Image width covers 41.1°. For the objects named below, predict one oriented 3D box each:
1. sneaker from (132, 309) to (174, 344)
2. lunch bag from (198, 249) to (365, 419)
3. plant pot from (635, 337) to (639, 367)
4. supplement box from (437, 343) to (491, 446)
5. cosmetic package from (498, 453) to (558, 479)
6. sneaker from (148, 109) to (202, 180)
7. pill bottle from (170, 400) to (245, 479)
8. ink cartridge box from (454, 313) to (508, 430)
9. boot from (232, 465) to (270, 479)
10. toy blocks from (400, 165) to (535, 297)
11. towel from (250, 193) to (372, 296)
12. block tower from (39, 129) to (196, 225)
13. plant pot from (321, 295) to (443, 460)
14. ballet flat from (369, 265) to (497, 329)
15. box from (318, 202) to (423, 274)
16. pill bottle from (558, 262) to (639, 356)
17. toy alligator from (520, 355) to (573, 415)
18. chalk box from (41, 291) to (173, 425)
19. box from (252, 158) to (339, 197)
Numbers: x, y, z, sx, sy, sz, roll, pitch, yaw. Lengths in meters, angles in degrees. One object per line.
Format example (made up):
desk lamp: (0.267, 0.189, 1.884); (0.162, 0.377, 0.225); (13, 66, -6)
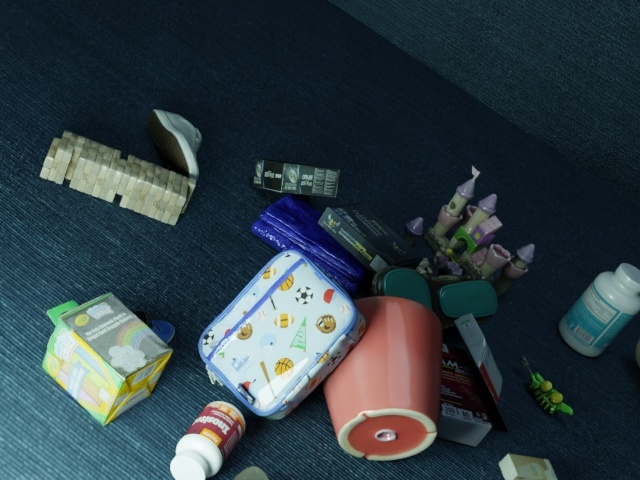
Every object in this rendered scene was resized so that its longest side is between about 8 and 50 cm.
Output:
sneaker: (-0.331, 0.168, 1.640); (0.152, 0.085, 0.058); (-12, 51, -48)
lunch bag: (-0.083, 0.181, 1.646); (0.243, 0.303, 0.115); (44, -2, 23)
plant pot: (1.033, 0.352, 2.343); (0.323, 0.323, 0.280); (13, 20, -26)
supplement box: (0.288, 0.338, 1.925); (0.130, 0.073, 0.239); (18, 32, -20)
cosmetic package: (0.452, 0.504, 1.857); (0.115, 0.041, 0.060); (14, 36, -26)
sneaker: (-0.342, -0.242, 2.185); (0.123, 0.106, 0.290); (3, 40, -33)
pill bottle: (-0.197, 0.355, 1.487); (0.086, 0.086, 0.152); (32, 32, 3)
ink cartridge box: (0.393, 0.304, 1.984); (0.181, 0.056, 0.225); (59, 4, -45)
boot: (-0.075, 0.510, 1.392); (0.115, 0.112, 0.305); (44, 12, -42)
toy blocks: (0.415, -0.019, 2.353); (0.308, 0.260, 0.289); (2, 42, -38)
towel: (0.000, 0.000, 2.158); (0.308, 0.076, 0.227); (35, 33, 7)
block tower: (-0.460, -0.142, 1.964); (0.335, 0.091, 0.097); (20, 34, -16)
plant pot: (0.123, 0.287, 1.711); (0.274, 0.275, 0.243); (17, 44, -21)
ballet flat: (0.232, 0.156, 2.044); (0.482, 0.182, 0.164); (5, 73, -47)
box: (0.129, -0.001, 2.162); (0.232, 0.059, 0.183); (44, 24, 20)
pill bottle: (0.791, 0.188, 2.368); (0.146, 0.264, 0.146); (22, 33, -15)
toy alligator: (0.543, 0.370, 2.117); (0.051, 0.056, 0.190); (-34, 61, -12)
chalk box: (-0.395, 0.192, 1.513); (0.213, 0.132, 0.132); (39, 34, 16)
box: (-0.066, -0.167, 2.275); (0.180, 0.078, 0.147); (3, 8, -36)
